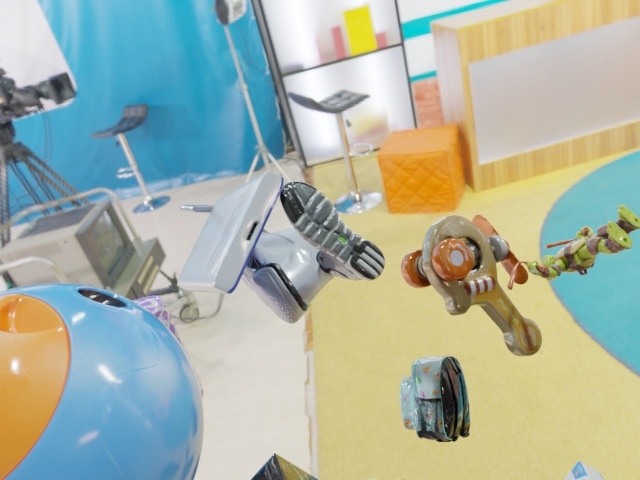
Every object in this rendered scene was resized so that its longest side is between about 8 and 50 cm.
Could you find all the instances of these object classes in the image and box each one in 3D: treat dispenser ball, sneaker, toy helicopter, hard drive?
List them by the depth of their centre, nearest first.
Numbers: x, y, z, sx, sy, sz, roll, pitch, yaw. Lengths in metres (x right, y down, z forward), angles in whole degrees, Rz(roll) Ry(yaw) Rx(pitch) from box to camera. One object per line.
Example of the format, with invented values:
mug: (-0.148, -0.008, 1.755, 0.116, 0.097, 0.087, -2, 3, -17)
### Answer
treat dispenser ball: (-0.257, 0.185, 0.488, 0.288, 0.288, 0.288, -12, 28, 7)
sneaker: (0.000, 0.000, 0.929, 0.086, 0.228, 0.132, -49, 6, -25)
hard drive: (-0.179, -0.004, 0.957, 0.318, 0.040, 0.210, -10, 54, 64)
toy helicopter: (0.360, 0.094, 1.105, 0.235, 0.355, 0.140, -43, 7, -28)
sneaker: (-0.084, 0.021, 1.131, 0.210, 0.137, 0.366, -38, 39, -13)

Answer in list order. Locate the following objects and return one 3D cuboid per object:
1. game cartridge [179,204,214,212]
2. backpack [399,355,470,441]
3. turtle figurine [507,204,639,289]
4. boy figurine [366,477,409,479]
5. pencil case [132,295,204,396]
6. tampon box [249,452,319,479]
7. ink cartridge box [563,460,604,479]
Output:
game cartridge: (-0.261, -0.070, 1.136, 0.056, 0.017, 0.083, 3, 4, 36)
backpack: (0.276, 0.370, 1.232, 0.144, 0.189, 0.165, -4, -12, 38)
turtle figurine: (0.507, 0.028, 1.015, 0.269, 0.087, 0.217, -23, -13, -32)
boy figurine: (0.149, 0.501, 0.924, 0.092, 0.285, 0.177, -46, 68, -4)
pencil case: (-0.260, 0.190, 0.828, 0.088, 0.206, 0.086, -7, 21, 22)
tampon box: (-0.068, 0.584, 1.150, 0.101, 0.161, 0.120, -47, 26, 1)
ink cartridge box: (0.792, 0.804, 1.577, 0.082, 0.191, 0.139, 28, 16, 1)
